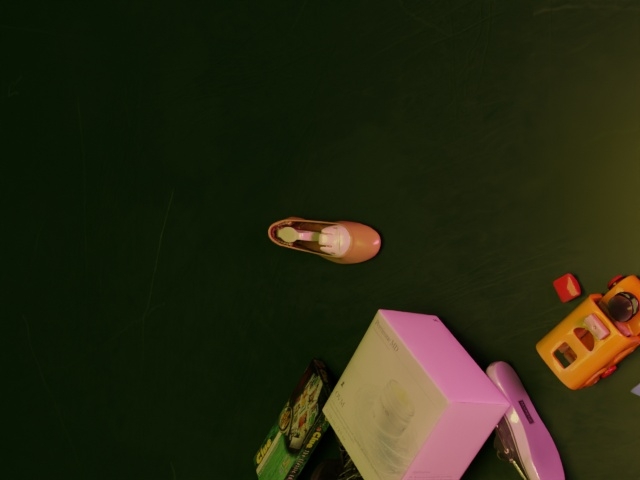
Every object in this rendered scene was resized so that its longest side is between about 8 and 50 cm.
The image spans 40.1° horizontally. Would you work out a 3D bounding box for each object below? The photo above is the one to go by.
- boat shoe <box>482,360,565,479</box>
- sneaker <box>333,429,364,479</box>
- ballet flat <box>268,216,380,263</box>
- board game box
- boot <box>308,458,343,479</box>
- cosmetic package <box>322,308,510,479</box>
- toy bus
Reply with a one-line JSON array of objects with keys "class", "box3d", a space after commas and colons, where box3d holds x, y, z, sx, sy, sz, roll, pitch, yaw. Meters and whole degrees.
[{"class": "boat shoe", "box3d": [0.300, 0.304, 1.365, 0.076, 0.080, 0.228, -40, 64, 37]}, {"class": "sneaker", "box3d": [0.067, 0.385, 1.507, 0.087, 0.130, 0.227, -25, 72, 20]}, {"class": "ballet flat", "box3d": [0.000, 0.000, 1.611, 0.232, 0.073, 0.080, 5, 92, 38]}, {"class": "board game box", "box3d": [-0.048, 0.360, 1.629, 0.259, 0.030, 0.136, -61, 29, 21]}, {"class": "boot", "box3d": [-0.041, 0.575, 1.593, 0.260, 0.131, 0.347, -17, 66, 49]}, {"class": "cosmetic package", "box3d": [0.144, 0.268, 1.406, 0.224, 0.138, 0.224, -62, 39, 21]}, {"class": "toy bus", "box3d": [0.410, 0.125, 1.264, 0.191, 0.104, 0.202, 1, 90, 38]}]
